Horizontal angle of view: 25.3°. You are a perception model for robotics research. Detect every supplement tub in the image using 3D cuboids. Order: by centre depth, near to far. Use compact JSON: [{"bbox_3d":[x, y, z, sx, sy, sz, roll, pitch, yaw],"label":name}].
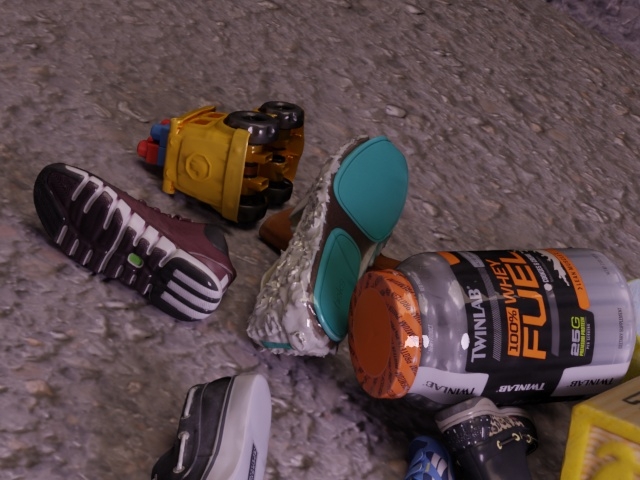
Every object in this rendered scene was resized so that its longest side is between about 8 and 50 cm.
[{"bbox_3d":[0.205,0.107,1.731,0.316,0.193,0.193,-2,36,-23],"label":"supplement tub"}]

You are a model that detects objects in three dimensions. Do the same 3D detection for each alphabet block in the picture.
[{"bbox_3d":[0.404,0.281,1.648,0.193,0.192,0.197,18,21,36],"label":"alphabet block"}]

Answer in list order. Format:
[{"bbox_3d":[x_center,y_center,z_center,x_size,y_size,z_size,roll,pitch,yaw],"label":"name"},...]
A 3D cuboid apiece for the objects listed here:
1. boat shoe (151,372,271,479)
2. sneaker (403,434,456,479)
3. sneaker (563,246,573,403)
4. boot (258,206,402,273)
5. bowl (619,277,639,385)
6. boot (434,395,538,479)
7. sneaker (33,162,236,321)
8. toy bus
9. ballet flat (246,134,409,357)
[{"bbox_3d":[-0.123,0.250,1.443,0.102,0.108,0.301,-6,39,13],"label":"boat shoe"},{"bbox_3d":[0.120,0.273,1.631,0.059,0.053,0.144,11,29,-18],"label":"sneaker"},{"bbox_3d":[0.339,0.128,2.007,0.146,0.122,0.330,36,34,2],"label":"sneaker"},{"bbox_3d":[0.089,0.038,2.025,0.264,0.096,0.280,-14,37,-39],"label":"boot"},{"bbox_3d":[0.484,0.200,1.917,0.289,0.156,0.289,24,29,-14],"label":"bowl"},{"bbox_3d":[0.219,0.284,1.662,0.236,0.085,0.178,30,36,-60],"label":"boot"},{"bbox_3d":[-0.227,-0.010,1.830,0.281,0.106,0.162,38,24,5],"label":"sneaker"},{"bbox_3d":[-0.148,-0.133,2.074,0.211,0.149,0.220,15,22,19],"label":"toy bus"},{"bbox_3d":[0.000,0.000,1.866,0.147,0.147,0.409,25,41,2],"label":"ballet flat"}]
